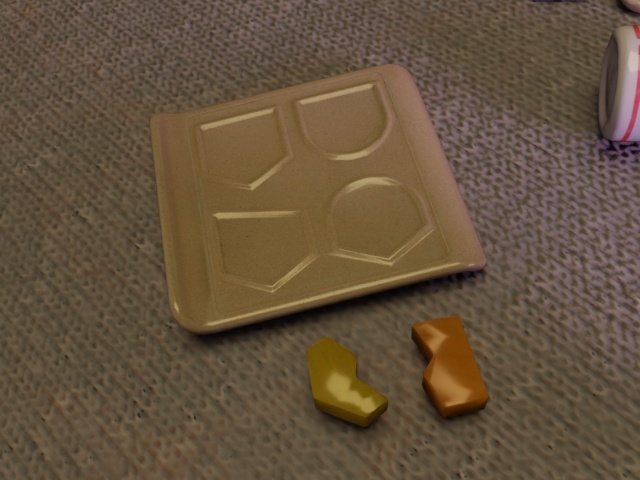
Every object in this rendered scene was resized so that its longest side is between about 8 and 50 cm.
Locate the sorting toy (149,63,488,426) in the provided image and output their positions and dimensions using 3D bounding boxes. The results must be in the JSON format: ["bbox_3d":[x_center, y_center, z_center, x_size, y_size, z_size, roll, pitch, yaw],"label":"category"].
[{"bbox_3d":[0.000,0.000,0.556,0.228,0.041,0.307,-11,56,-5],"label":"sorting toy"}]

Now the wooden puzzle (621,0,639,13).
[{"bbox_3d":[0.413,-0.268,0.665,0.238,0.044,0.221,20,61,19],"label":"wooden puzzle"}]

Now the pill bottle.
[{"bbox_3d":[0.297,-0.115,0.555,0.160,0.087,0.087,4,58,11],"label":"pill bottle"}]
